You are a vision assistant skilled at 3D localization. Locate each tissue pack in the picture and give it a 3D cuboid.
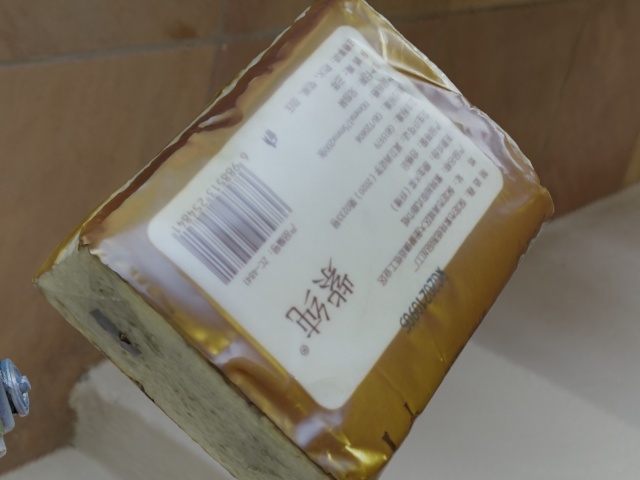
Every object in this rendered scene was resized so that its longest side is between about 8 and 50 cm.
[{"bbox_3d":[0.000,0.000,0.600,0.226,0.183,0.092,-51,-170,-36],"label":"tissue pack"}]

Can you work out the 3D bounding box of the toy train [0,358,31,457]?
[{"bbox_3d":[-0.406,0.096,1.265,0.131,0.300,0.202,-19,175,-4],"label":"toy train"}]
